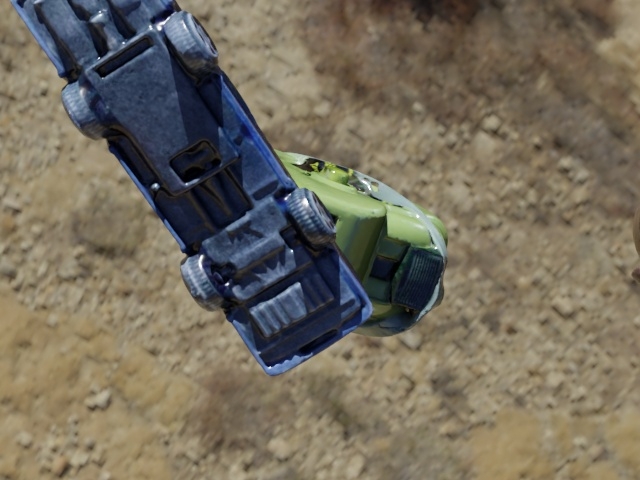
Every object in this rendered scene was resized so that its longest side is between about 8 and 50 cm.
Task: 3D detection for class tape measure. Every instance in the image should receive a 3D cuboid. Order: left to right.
[{"bbox_3d":[0.000,0.000,1.071,0.175,0.106,0.200,18,5,-31],"label":"tape measure"}]

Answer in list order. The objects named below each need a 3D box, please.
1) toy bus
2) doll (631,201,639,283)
[{"bbox_3d":[-0.061,-0.049,0.802,0.236,0.079,0.094,57,10,-16],"label":"toy bus"},{"bbox_3d":[0.295,-0.031,1.071,0.096,0.188,0.145,56,18,8],"label":"doll"}]
